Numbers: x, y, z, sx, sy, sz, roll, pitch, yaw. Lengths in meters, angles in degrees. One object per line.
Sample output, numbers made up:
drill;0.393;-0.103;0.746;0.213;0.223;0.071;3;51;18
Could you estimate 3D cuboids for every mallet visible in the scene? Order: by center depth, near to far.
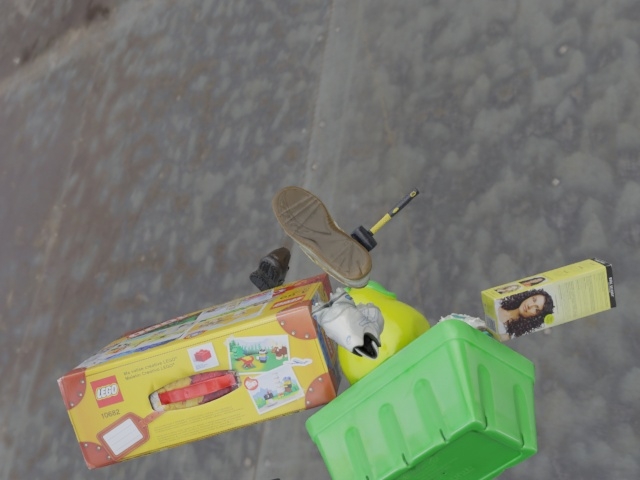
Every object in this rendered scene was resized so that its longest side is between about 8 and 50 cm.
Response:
mallet;0.147;-0.059;1.793;0.190;0.062;0.039;-50;2;-3

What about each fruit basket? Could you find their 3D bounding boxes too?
fruit basket;0.155;0.252;1.358;0.392;0.283;0.392;-34;39;34

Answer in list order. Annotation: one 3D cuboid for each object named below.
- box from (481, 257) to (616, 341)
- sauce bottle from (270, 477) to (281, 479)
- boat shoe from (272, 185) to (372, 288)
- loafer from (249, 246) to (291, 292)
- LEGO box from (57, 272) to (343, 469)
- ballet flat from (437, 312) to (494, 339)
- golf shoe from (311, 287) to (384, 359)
box;0.409;0.105;1.388;0.058;0.232;0.087;-139;34;-71
sauce bottle;-0.244;0.599;1.689;0.111;0.344;0.111;169;90;-74
boat shoe;0.000;0.000;0.774;0.050;0.045;0.135;-35;60;-12
loafer;-0.109;0.076;1.867;0.078;0.080;0.220;-42;-3;-24
LEGO box;-0.210;0.252;1.598;0.500;0.372;0.193;-17;95;8
ballet flat;0.292;0.341;1.691;0.147;0.147;0.409;27;118;49
golf shoe;0.049;0.123;1.000;0.069;0.176;0.086;-38;65;12
